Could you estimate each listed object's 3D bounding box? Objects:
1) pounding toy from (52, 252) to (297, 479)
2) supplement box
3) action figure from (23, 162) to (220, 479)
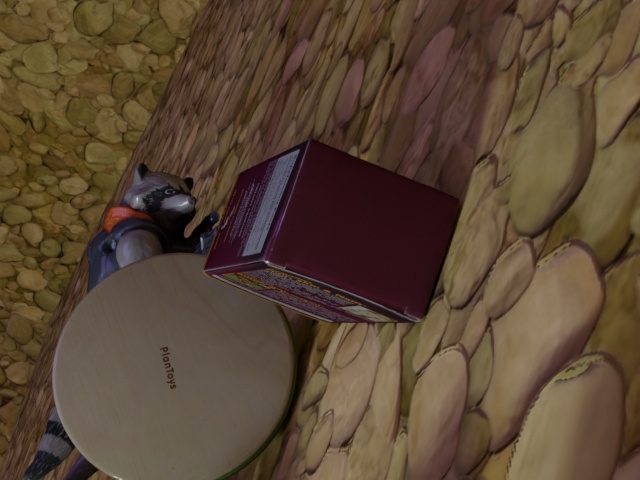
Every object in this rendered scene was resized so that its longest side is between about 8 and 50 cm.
[{"bbox_3d":[-0.110,0.137,0.979,0.110,0.183,0.237,77,-156,-68],"label":"pounding toy"},{"bbox_3d":[0.000,0.000,0.822,0.080,0.104,0.188,-71,15,-9],"label":"supplement box"},{"bbox_3d":[-0.161,0.072,1.195,0.341,0.179,0.330,131,146,-59],"label":"action figure"}]
